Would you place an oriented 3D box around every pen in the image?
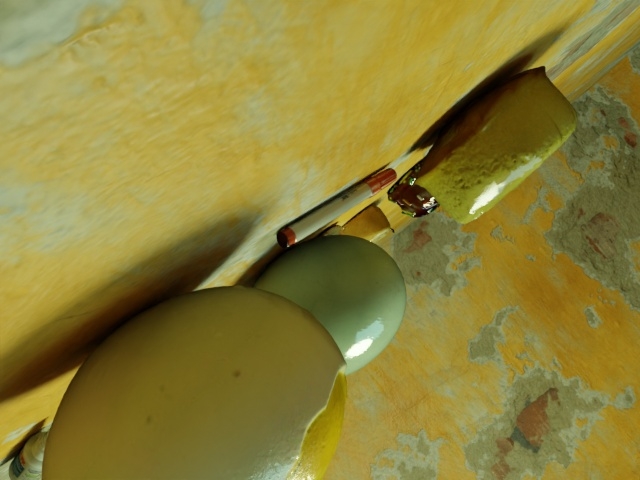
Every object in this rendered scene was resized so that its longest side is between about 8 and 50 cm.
[{"bbox_3d":[0.030,-0.051,0.943,0.239,0.028,0.028,-33,172,-35],"label":"pen"}]

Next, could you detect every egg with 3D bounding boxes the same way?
[{"bbox_3d":[-0.010,0.124,1.093,0.230,0.230,0.371,-31,178,-44],"label":"egg"},{"bbox_3d":[-0.135,0.201,0.727,0.345,0.283,0.283,-25,167,-41],"label":"egg"}]

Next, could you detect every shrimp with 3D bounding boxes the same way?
[{"bbox_3d":[0.000,0.000,1.197,0.108,0.023,0.059,-32,162,-40],"label":"shrimp"}]

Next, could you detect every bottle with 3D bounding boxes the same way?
[{"bbox_3d":[-0.445,0.340,1.031,0.060,0.060,0.217,-31,173,-45],"label":"bottle"}]

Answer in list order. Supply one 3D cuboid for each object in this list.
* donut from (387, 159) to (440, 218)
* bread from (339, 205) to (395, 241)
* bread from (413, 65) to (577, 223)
[{"bbox_3d":[0.249,-0.130,1.319,0.235,0.089,0.235,-35,173,-5],"label":"donut"},{"bbox_3d":[0.091,-0.012,1.368,0.122,0.073,0.149,-36,174,4],"label":"bread"},{"bbox_3d":[0.276,-0.153,1.035,0.270,0.148,0.270,-41,176,-4],"label":"bread"}]
